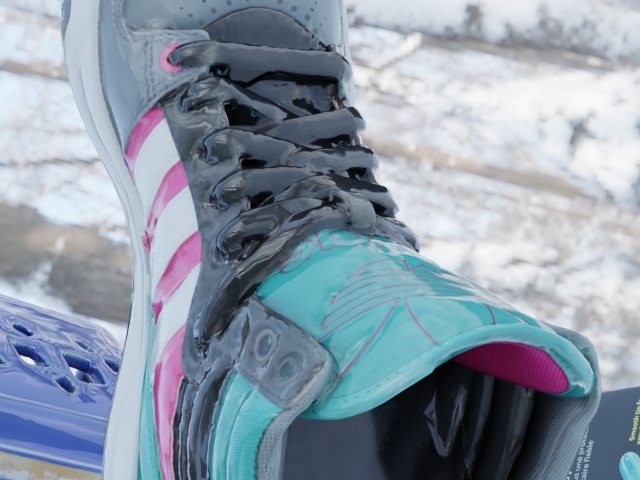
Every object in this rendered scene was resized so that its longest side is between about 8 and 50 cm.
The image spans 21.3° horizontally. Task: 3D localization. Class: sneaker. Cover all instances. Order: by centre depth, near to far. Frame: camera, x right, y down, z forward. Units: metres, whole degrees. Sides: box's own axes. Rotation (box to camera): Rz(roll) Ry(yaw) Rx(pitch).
[{"bbox_3d":[0.000,0.000,0.523,0.123,0.178,0.296,-7,-83,-33],"label":"sneaker"}]

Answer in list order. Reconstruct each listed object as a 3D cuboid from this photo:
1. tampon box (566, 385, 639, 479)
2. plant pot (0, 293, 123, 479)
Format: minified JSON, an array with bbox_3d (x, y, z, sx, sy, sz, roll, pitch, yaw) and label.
[{"bbox_3d":[0.180,0.131,0.733,0.101,0.161,0.120,34,-122,-30],"label":"tampon box"},{"bbox_3d":[-0.237,0.166,1.081,0.236,0.212,0.236,19,-80,-32],"label":"plant pot"}]
